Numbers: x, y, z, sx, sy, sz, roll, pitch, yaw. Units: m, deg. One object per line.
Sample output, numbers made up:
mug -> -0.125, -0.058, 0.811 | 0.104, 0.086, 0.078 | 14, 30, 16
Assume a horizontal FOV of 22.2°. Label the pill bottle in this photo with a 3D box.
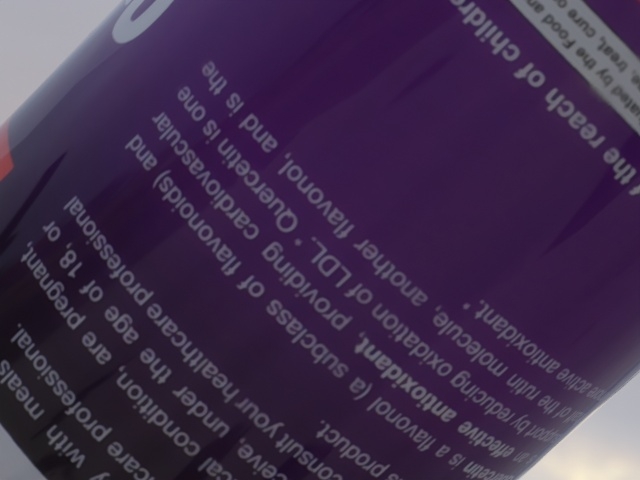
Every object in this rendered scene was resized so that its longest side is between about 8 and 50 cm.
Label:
pill bottle -> 0.000, 0.000, 0.477 | 0.181, 0.323, 0.181 | 44, 12, -11
